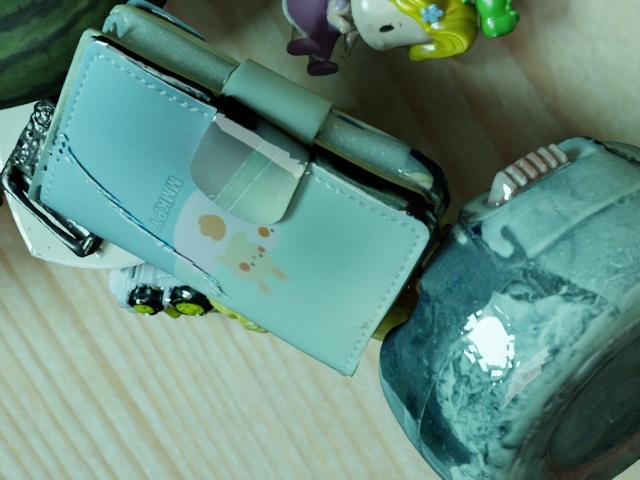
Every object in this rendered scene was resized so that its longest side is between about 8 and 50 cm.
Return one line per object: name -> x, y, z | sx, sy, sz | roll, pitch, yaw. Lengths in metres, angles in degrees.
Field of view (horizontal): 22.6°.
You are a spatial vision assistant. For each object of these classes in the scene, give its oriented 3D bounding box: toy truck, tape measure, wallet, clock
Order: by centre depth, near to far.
wallet -> -0.055, -0.030, 1.032 | 0.250, 0.075, 0.176 | 30, 131, 2
tape measure -> 0.169, 0.055, 1.072 | 0.147, 0.275, 0.256 | 48, 137, 32
clock -> -0.186, -0.054, 1.245 | 0.198, 0.064, 0.172 | 42, 114, 15
toy truck -> -0.112, 0.032, 1.293 | 0.111, 0.076, 0.077 | -3, 154, 26

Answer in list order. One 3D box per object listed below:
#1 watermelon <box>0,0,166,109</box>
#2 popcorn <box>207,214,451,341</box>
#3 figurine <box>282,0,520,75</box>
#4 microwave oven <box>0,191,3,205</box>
watermelon -> -0.246, -0.222, 1.081 | 0.359, 0.279, 0.279 | -4, 115, 19
popcorn -> 0.001, -0.009, 1.171 | 0.195, 0.168, 0.173 | 13, 145, 2
figurine -> 0.057, -0.180, 1.094 | 0.156, 0.095, 0.115 | -7, 75, 23
microwave oven -> -0.407, -0.080, 1.293 | 0.188, 0.178, 0.247 | -13, 111, 30
